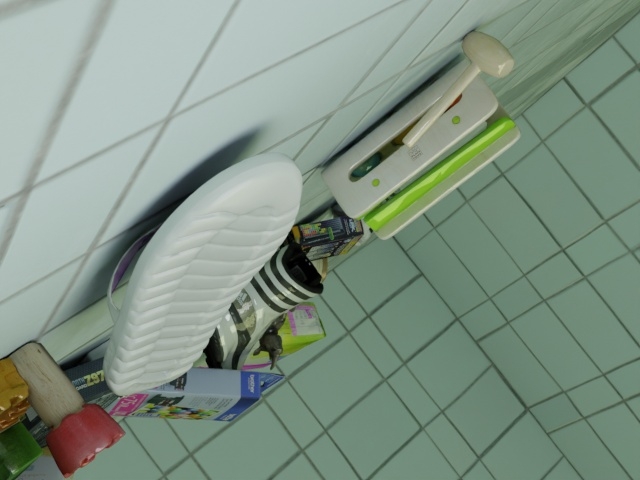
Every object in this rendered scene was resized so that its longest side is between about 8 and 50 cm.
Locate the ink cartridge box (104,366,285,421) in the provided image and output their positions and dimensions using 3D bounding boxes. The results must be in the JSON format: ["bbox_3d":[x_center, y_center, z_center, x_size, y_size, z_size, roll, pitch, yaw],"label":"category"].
[{"bbox_3d":[-0.239,0.286,1.818,0.311,0.065,0.186,5,156,-23],"label":"ink cartridge box"}]

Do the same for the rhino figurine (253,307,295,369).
[{"bbox_3d":[-0.104,0.154,2.047,0.073,0.243,0.106,12,152,-32],"label":"rhino figurine"}]

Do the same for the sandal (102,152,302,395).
[{"bbox_3d":[-0.164,0.034,1.080,0.169,0.102,0.416,-12,149,-43],"label":"sandal"}]

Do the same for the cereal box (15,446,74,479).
[{"bbox_3d":[-0.487,0.414,1.530,0.173,0.047,0.240,-5,-152,-1],"label":"cereal box"}]

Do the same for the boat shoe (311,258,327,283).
[{"bbox_3d":[-0.087,0.092,2.299,0.098,0.109,0.302,6,159,-25],"label":"boat shoe"}]

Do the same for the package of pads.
[{"bbox_3d":[-0.156,0.224,2.264,0.229,0.101,0.296,-30,160,34],"label":"package of pads"}]

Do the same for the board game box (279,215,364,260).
[{"bbox_3d":[0.000,0.000,1.970,0.141,0.048,0.170,-13,169,-14],"label":"board game box"}]

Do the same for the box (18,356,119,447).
[{"bbox_3d":[-0.410,0.263,1.520,0.233,0.059,0.183,-39,165,37],"label":"box"}]

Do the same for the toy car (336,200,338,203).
[{"bbox_3d":[0.048,-0.103,1.811,0.041,0.060,0.122,5,151,-1],"label":"toy car"}]

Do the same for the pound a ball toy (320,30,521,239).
[{"bbox_3d":[0.144,-0.166,1.423,0.319,0.135,0.208,-39,150,12],"label":"pound a ball toy"}]

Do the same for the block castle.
[{"bbox_3d":[-0.456,0.344,1.182,0.453,0.213,0.303,-41,174,40],"label":"block castle"}]

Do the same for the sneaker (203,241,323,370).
[{"bbox_3d":[-0.116,0.146,1.899,0.257,0.169,0.447,-27,170,-15],"label":"sneaker"}]

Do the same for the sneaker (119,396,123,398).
[{"bbox_3d":[-0.306,0.213,1.647,0.162,0.063,0.073,-35,178,-20],"label":"sneaker"}]

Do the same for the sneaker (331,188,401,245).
[{"bbox_3d":[0.108,-0.074,2.097,0.153,0.101,0.268,-43,177,-5],"label":"sneaker"}]

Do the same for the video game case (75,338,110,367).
[{"bbox_3d":[-0.336,0.185,1.672,0.227,0.026,0.206,-34,174,-41],"label":"video game case"}]
